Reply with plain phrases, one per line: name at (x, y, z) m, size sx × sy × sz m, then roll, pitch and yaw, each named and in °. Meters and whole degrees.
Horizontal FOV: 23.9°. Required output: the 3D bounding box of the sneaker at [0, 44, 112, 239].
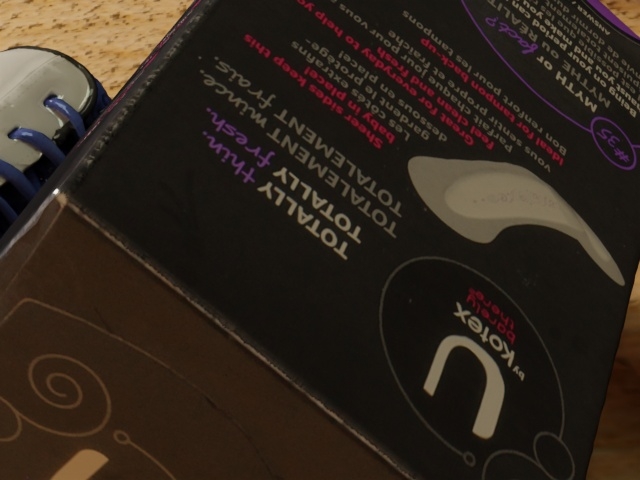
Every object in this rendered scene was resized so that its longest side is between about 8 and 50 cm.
sneaker at (-0.150, 0.001, 0.590) m, size 0.182 × 0.127 × 0.315 m, roll -20°, pitch 36°, yaw -17°

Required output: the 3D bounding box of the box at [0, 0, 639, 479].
box at (0.000, 0.000, 0.504) m, size 0.165 × 0.143 × 0.270 m, roll 40°, pitch 38°, yaw -9°
